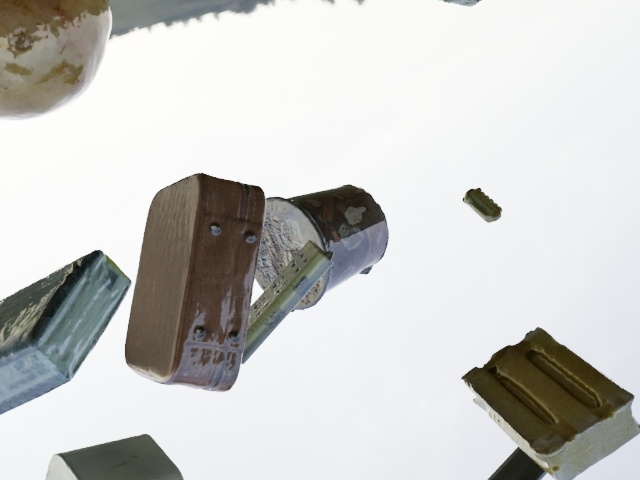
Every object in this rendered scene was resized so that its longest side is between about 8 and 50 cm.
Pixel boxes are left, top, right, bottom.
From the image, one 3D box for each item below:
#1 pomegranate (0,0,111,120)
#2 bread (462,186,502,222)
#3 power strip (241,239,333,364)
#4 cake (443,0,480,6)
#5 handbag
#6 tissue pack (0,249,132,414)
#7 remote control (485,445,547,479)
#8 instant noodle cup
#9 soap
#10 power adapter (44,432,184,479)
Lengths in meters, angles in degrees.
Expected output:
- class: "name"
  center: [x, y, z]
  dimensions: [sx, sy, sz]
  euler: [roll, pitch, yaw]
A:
- class: "pomegranate"
  center: [-0.505, -0.366, 1.453]
  dimensions: [0.338, 0.338, 0.338]
  euler: [-14, -155, 7]
- class: "bread"
  center: [0.320, -0.068, 1.794]
  dimensions: [0.049, 0.033, 0.088]
  euler: [-33, -115, -30]
- class: "power strip"
  center: [-0.080, 0.109, 1.452]
  dimensions: [0.268, 0.034, 0.092]
  euler: [-48, -162, 3]
- class: "cake"
  center: [0.171, -0.426, 1.416]
  dimensions: [0.099, 0.100, 0.235]
  euler: [-13, 172, 25]
- class: "handbag"
  center: [-0.121, 0.041, 0.852]
  dimensions: [0.072, 0.193, 0.151]
  euler: [11, 169, -32]
- class: "tissue pack"
  center: [-0.369, 0.125, 1.104]
  dimensions: [0.257, 0.081, 0.185]
  euler: [-26, -156, 29]
- class: "remote control"
  center: [0.368, 0.523, 1.871]
  dimensions: [0.107, 0.044, 0.378]
  euler: [7, -148, 46]
- class: "instant noodle cup"
  center: [0.000, 0.000, 1.703]
  dimensions: [0.218, 0.217, 0.207]
  euler: [7, -159, 42]
- class: "soap"
  center: [0.416, 0.294, 1.669]
  dimensions: [0.199, 0.091, 0.315]
  euler: [-33, -154, -7]
- class: "power adapter"
  center: [-0.293, 0.337, 1.140]
  dimensions: [0.205, 0.130, 0.125]
  euler: [-6, -148, -43]
